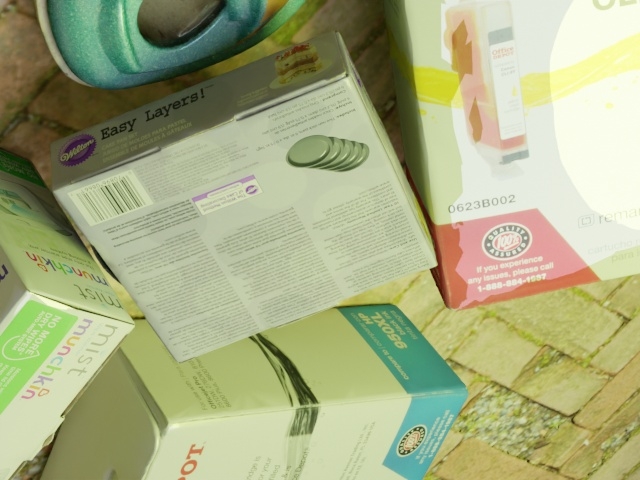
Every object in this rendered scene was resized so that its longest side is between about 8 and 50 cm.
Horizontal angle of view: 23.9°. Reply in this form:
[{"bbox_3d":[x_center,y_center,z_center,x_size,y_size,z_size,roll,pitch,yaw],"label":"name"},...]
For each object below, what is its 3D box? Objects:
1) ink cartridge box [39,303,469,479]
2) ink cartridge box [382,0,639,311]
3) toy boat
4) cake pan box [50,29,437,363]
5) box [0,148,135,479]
[{"bbox_3d":[-0.079,0.230,1.636,0.395,0.166,0.285,-1,128,-38],"label":"ink cartridge box"},{"bbox_3d":[0.206,-0.160,1.334,0.279,0.160,0.384,-11,118,-1],"label":"ink cartridge box"},{"bbox_3d":[-0.084,-0.169,1.254,0.267,0.148,0.318,-28,140,-12],"label":"toy boat"},{"bbox_3d":[-0.062,-0.025,1.258,0.267,0.070,0.245,-22,134,9],"label":"cake pan box"},{"bbox_3d":[-0.313,0.080,1.258,0.262,0.231,0.127,-49,140,15],"label":"box"}]
